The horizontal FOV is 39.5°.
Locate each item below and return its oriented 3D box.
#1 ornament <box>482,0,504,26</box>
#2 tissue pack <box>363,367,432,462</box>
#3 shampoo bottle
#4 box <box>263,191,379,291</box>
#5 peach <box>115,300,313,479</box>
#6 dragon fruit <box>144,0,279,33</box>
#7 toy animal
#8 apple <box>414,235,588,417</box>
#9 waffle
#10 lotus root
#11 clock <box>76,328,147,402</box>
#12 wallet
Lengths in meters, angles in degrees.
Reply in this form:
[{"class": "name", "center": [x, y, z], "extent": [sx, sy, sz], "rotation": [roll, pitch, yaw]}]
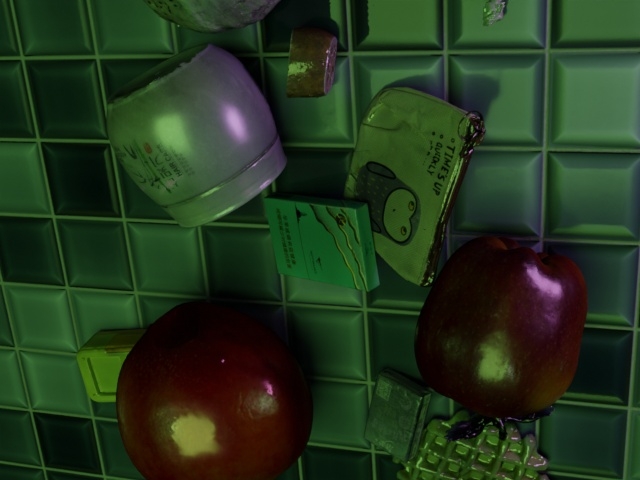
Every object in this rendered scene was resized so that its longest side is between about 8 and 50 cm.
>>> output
[{"class": "ornament", "center": [0.278, -0.396, 1.427], "extent": [0.068, 0.041, 0.092], "rotation": [-22, 95, 19]}, {"class": "tissue pack", "center": [0.150, 0.345, 1.760], "extent": [0.112, 0.051, 0.156], "rotation": [25, 114, 33]}, {"class": "shampoo bottle", "center": [-0.214, -0.181, 1.548], "extent": [0.273, 0.273, 0.266], "rotation": [-21, 111, 25]}, {"class": "box", "center": [0.001, 0.000, 1.641], "extent": [0.229, 0.041, 0.162], "rotation": [8, 118, 41]}, {"class": "peach", "center": [-0.208, 0.301, 1.713], "extent": [0.388, 0.388, 0.388], "rotation": [7, 114, 15]}, {"class": "dragon fruit", "center": [-0.188, -0.443, 1.461], "extent": [0.283, 0.221, 0.203], "rotation": [-7, 104, 18]}, {"class": "toy animal", "center": [0.331, 0.326, 1.688], "extent": [0.220, 0.062, 0.107], "rotation": [-17, 79, -5]}, {"class": "apple", "center": [0.305, 0.154, 1.523], "extent": [0.288, 0.288, 0.316], "rotation": [17, 100, 11]}, {"class": "waffle", "center": [0.305, 0.476, 1.788], "extent": [0.309, 0.056, 0.291], "rotation": [-22, 104, 26]}, {"class": "lotus root", "center": [-0.020, -0.300, 1.523], "extent": [0.081, 0.112, 0.122], "rotation": [10, 114, 7]}, {"class": "clock", "center": [-0.406, 0.267, 1.906], "extent": [0.202, 0.096, 0.143], "rotation": [-4, 109, 18]}, {"class": "wallet", "center": [0.145, -0.107, 1.513], "extent": [0.275, 0.068, 0.335], "rotation": [41, 127, 44]}]
